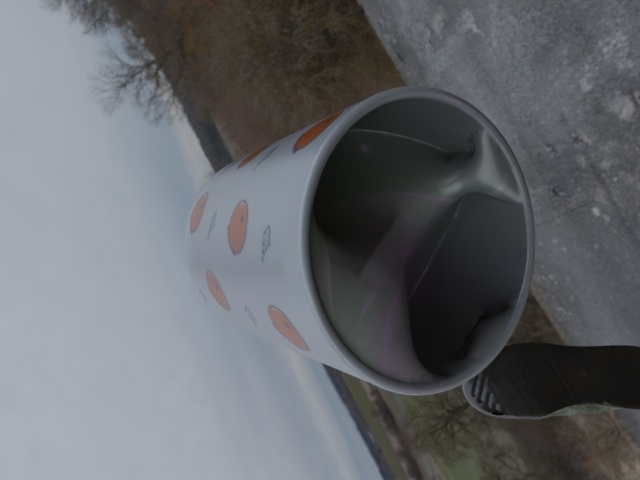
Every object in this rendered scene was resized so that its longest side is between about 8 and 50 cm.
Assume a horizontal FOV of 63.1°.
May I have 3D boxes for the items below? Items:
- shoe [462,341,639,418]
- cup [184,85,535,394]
[{"bbox_3d":[0.343,0.208,0.757,0.098,0.274,0.103,83,-172,-69],"label":"shoe"},{"bbox_3d":[0.000,0.000,0.494,0.317,0.212,0.212,0,120,60],"label":"cup"}]
